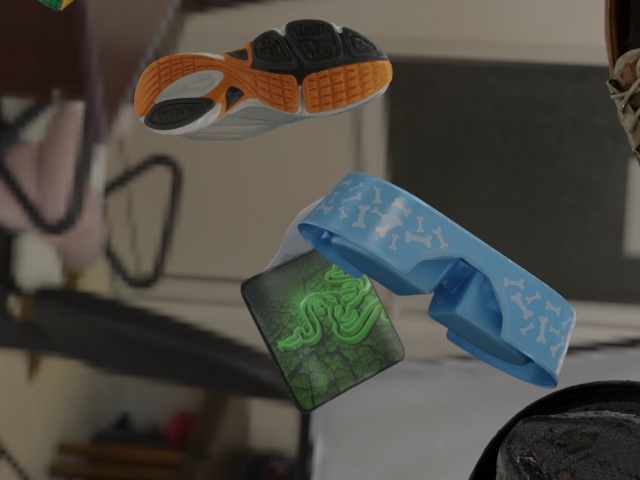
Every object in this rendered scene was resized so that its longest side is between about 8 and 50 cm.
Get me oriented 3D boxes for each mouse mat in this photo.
[{"bbox_3d":[0.005,0.085,2.075,0.189,0.007,0.153,-25,88,-49],"label":"mouse mat"}]

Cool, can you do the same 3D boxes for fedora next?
[{"bbox_3d":[0.277,0.251,1.843,0.152,0.334,0.334,57,37,-57],"label":"fedora"}]

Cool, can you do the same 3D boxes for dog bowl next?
[{"bbox_3d":[0.120,0.035,1.906,0.074,0.297,0.166,-59,-169,-10],"label":"dog bowl"}]

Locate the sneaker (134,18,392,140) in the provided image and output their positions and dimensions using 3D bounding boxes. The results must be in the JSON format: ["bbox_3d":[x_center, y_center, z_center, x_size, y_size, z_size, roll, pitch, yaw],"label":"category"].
[{"bbox_3d":[-0.048,-0.154,1.995,0.121,0.262,0.099,30,57,-69],"label":"sneaker"}]

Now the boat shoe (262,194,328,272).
[{"bbox_3d":[0.000,0.000,2.515,0.258,0.095,0.084,-41,-173,48],"label":"boat shoe"}]

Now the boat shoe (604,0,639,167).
[{"bbox_3d":[0.327,-0.139,1.900,0.123,0.116,0.324,-39,-138,40],"label":"boat shoe"}]

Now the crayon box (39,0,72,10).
[{"bbox_3d":[-0.162,-0.340,1.674,0.278,0.081,0.165,-51,171,-38],"label":"crayon box"}]
